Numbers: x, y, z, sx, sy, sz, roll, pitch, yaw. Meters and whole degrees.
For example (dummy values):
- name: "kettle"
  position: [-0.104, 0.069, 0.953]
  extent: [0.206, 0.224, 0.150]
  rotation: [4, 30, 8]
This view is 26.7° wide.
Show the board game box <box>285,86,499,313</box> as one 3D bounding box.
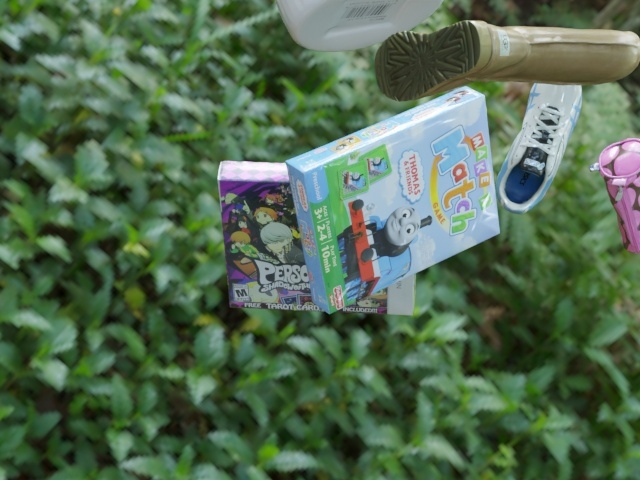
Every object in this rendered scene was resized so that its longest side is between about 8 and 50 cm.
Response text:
- name: "board game box"
  position: [0.076, -0.041, 1.326]
  extent: [0.211, 0.160, 0.039]
  rotation: [-25, 32, -23]

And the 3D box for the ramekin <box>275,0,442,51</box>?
- name: "ramekin"
  position: [0.056, -0.392, 1.999]
  extent: [0.277, 0.277, 0.135]
  rotation: [1, 66, -51]

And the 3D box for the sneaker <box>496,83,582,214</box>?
- name: "sneaker"
  position: [0.328, -0.147, 1.996]
  extent: [0.085, 0.237, 0.086]
  rotation: [17, 19, -3]

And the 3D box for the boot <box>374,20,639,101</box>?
- name: "boot"
  position: [0.240, -0.229, 1.757]
  extent: [0.269, 0.236, 0.089]
  rotation: [-4, 92, -35]

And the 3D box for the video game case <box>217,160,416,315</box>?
- name: "video game case"
  position: [0.000, 0.000, 1.605]
  extent: [0.232, 0.210, 0.042]
  rotation: [3, 42, 4]

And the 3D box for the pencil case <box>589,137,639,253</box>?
- name: "pencil case"
  position: [0.506, -0.065, 2.180]
  extent: [0.209, 0.095, 0.098]
  rotation: [57, 31, -43]
